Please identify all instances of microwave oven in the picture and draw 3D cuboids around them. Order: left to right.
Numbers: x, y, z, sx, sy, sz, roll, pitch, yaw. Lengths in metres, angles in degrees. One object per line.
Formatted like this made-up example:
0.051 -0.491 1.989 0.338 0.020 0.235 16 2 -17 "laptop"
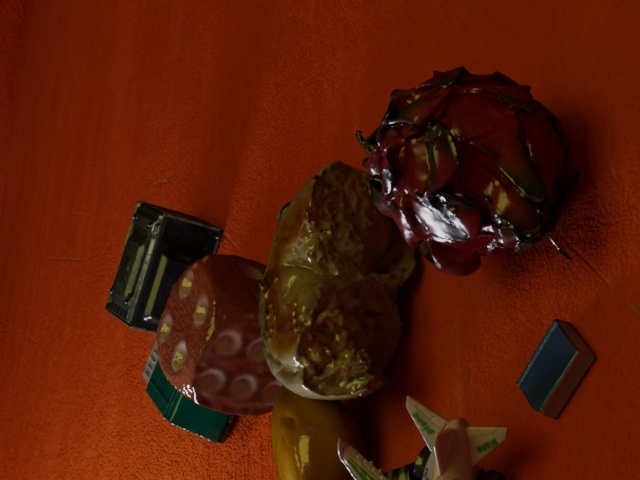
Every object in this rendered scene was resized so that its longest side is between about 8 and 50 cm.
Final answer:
-0.275 0.049 2.416 0.163 0.129 0.205 20 93 65 "microwave oven"

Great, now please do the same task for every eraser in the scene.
0.243 0.133 1.467 0.084 0.027 0.063 -62 29 21 "eraser"

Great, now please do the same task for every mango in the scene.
-0.005 0.252 1.794 0.227 0.109 0.147 -107 18 -48 "mango"

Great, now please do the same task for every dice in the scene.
-0.120 0.133 2.007 0.174 0.175 0.179 -64 27 17 "dice"

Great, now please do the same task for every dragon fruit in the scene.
0.173 -0.060 1.535 0.233 0.234 0.293 -59 44 26 "dragon fruit"

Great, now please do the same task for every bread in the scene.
0.013 0.080 1.787 0.192 0.171 0.314 -44 37 49 "bread"

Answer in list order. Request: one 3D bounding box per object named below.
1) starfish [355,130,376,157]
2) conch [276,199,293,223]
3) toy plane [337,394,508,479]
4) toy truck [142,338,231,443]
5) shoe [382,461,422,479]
0.078 -0.097 1.907 0.133 0.041 0.130 -43 47 35 "starfish"
0.000 0.000 1.979 0.105 0.079 0.170 -60 44 37 "conch"
0.129 0.297 1.499 0.251 0.101 0.255 17 107 29 "toy plane"
-0.192 0.222 2.163 0.253 0.124 0.114 36 105 61 "toy truck"
0.082 0.305 1.654 0.179 0.049 0.071 -39 43 48 "shoe"
